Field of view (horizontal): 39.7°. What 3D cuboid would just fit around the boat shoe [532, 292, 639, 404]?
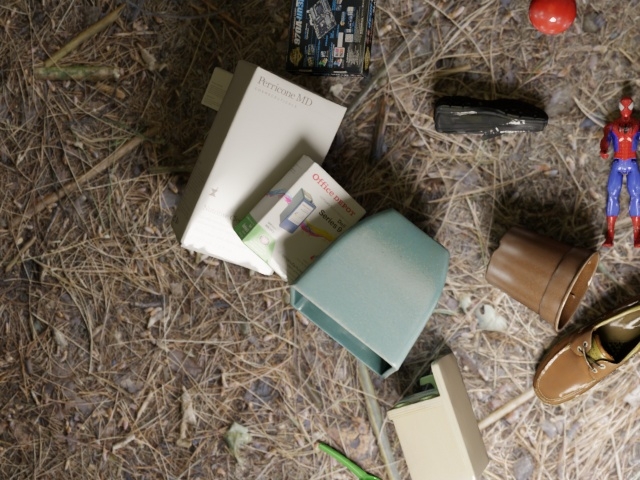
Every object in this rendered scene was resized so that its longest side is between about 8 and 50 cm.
[{"bbox_3d":[0.515,0.199,1.653,0.307,0.104,0.111,-45,76,14],"label":"boat shoe"}]

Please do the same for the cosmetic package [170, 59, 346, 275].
[{"bbox_3d":[-0.132,-0.150,1.817,0.217,0.156,0.385,19,101,-23],"label":"cosmetic package"}]

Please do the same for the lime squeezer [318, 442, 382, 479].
[{"bbox_3d":[0.111,0.538,1.833,0.110,0.058,0.311,-39,77,46],"label":"lime squeezer"}]

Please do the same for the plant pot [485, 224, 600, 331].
[{"bbox_3d":[0.412,0.061,1.671,0.165,0.167,0.167,28,99,26],"label":"plant pot"}]

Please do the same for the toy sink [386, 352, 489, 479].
[{"bbox_3d":[0.221,0.355,1.734,0.131,0.152,0.234,-20,84,19],"label":"toy sink"}]

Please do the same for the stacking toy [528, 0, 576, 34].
[{"bbox_3d":[0.481,-0.552,1.671,0.141,0.141,0.331,23,104,19],"label":"stacking toy"}]

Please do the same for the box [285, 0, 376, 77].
[{"bbox_3d":[0.023,-0.457,1.864,0.175,0.051,0.221,6,92,20],"label":"box"}]

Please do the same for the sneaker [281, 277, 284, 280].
[{"bbox_3d":[0.000,0.000,1.852,0.115,0.090,0.232,33,101,14],"label":"sneaker"}]

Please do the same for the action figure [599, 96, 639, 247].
[{"bbox_3d":[0.560,-0.130,1.628,0.091,0.139,0.281,1,87,19],"label":"action figure"}]

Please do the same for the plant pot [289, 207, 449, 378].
[{"bbox_3d":[0.113,0.085,1.719,0.247,0.247,0.252,38,79,7],"label":"plant pot"}]

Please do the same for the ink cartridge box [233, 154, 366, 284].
[{"bbox_3d":[-0.041,-0.039,1.748,0.212,0.093,0.154,-47,112,-1],"label":"ink cartridge box"}]

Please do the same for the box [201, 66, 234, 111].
[{"bbox_3d":[-0.180,-0.309,1.910,0.101,0.102,0.087,27,100,19],"label":"box"}]

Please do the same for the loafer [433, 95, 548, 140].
[{"bbox_3d":[0.333,-0.235,1.747,0.223,0.076,0.078,7,128,13],"label":"loafer"}]
